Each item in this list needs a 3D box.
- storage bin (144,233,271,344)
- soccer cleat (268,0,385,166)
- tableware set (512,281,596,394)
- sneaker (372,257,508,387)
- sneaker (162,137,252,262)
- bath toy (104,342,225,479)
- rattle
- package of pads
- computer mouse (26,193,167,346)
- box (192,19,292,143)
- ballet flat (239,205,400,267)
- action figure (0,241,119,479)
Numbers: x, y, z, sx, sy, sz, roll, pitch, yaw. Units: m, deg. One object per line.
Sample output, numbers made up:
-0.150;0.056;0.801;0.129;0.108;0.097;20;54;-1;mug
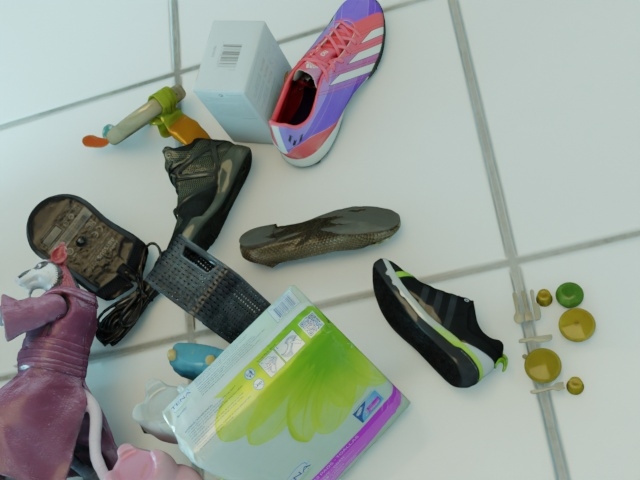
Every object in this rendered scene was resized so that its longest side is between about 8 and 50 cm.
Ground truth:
-0.155;0.080;1.289;0.122;0.180;0.084;31;79;28;storage bin
0.013;-0.274;1.425;0.108;0.116;0.318;19;75;26;soccer cleat
0.317;0.131;1.193;0.104;0.024;0.154;-11;63;11;tableware set
0.164;0.106;1.240;0.097;0.084;0.235;-28;59;-22;sneaker
-0.210;-0.068;1.419;0.130;0.087;0.228;19;71;13;sneaker
-0.201;0.315;1.193;0.151;0.129;0.348;13;59;24;bath toy
-0.294;-0.170;1.537;0.199;0.143;0.130;-33;27;20;rattle
-0.036;0.213;1.120;0.229;0.296;0.101;-44;52;-4;package of pads
-0.363;0.032;1.453;0.272;0.072;0.188;37;81;17;computer mouse
-0.116;-0.249;1.428;0.091;0.170;0.130;6;69;20;box
0.000;0.000;1.348;0.249;0.058;0.084;-10;28;9;ballet flat
-0.383;0.179;1.277;0.275;0.248;0.370;0;74;18;action figure
